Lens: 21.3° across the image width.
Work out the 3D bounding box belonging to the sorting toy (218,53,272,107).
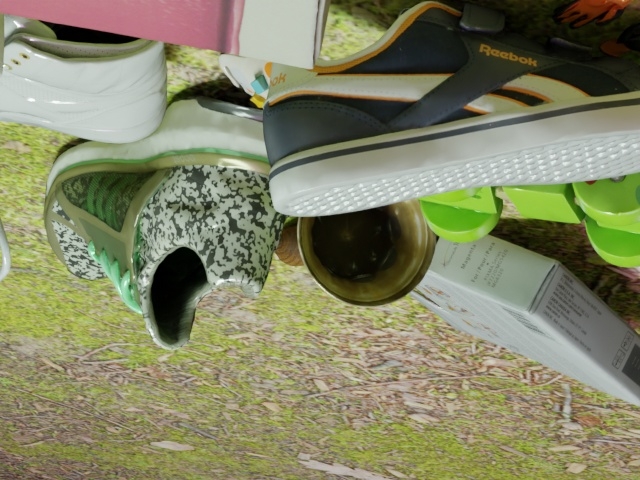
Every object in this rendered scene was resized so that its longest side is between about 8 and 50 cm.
[{"bbox_3d":[-0.040,-0.120,1.310,0.075,0.044,0.083,22,167,28],"label":"sorting toy"}]

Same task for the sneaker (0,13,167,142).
[{"bbox_3d":[-0.253,-0.153,1.237,0.293,0.108,0.169,4,158,-7],"label":"sneaker"}]

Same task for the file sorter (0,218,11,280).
[{"bbox_3d":[-0.428,-0.006,1.437,0.278,0.173,0.193,-15,172,-28],"label":"file sorter"}]

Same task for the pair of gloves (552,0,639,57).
[{"bbox_3d":[0.202,-0.145,1.145,0.083,0.010,0.074,23,157,-32],"label":"pair of gloves"}]

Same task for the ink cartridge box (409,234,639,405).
[{"bbox_3d":[0.175,0.056,1.642,0.239,0.060,0.275,23,172,39],"label":"ink cartridge box"}]

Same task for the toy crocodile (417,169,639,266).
[{"bbox_3d":[0.167,-0.056,1.297,0.341,0.105,0.115,9,161,20],"label":"toy crocodile"}]

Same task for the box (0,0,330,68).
[{"bbox_3d":[-0.100,-0.203,0.938,0.232,0.148,0.127,10,159,1],"label":"box"}]

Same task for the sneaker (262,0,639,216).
[{"bbox_3d":[0.119,-0.102,1.161,0.321,0.127,0.126,-7,165,-6],"label":"sneaker"}]

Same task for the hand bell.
[{"bbox_3d":[0.000,0.000,1.550,0.126,0.126,0.242,17,172,-18],"label":"hand bell"}]

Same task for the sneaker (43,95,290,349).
[{"bbox_3d":[-0.147,0.006,1.483,0.158,0.182,0.410,20,159,-24],"label":"sneaker"}]

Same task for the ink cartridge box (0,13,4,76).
[{"bbox_3d":[-0.330,-0.149,1.093,0.160,0.092,0.219,1,-177,29],"label":"ink cartridge box"}]
